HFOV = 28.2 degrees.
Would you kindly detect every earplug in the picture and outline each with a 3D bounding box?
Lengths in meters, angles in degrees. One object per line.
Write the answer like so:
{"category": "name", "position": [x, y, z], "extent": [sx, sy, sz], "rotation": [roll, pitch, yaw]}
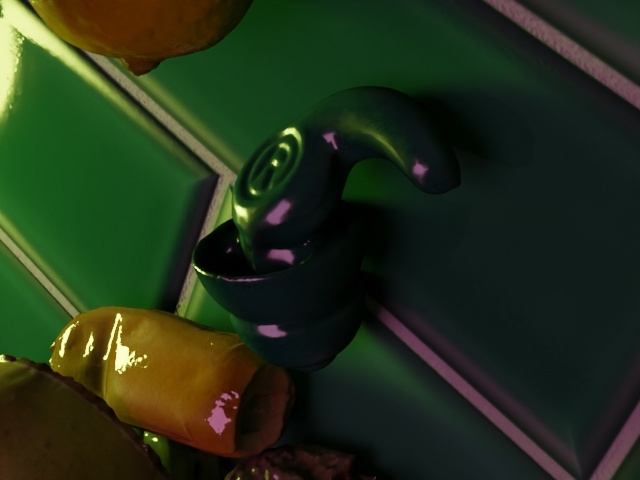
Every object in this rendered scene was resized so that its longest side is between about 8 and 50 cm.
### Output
{"category": "earplug", "position": [0.006, -0.003, 1.182], "extent": [0.258, 0.164, 0.280], "rotation": [-3, 118, 8]}

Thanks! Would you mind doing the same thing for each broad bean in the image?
{"category": "broad bean", "position": [-0.193, 0.251, 1.501], "extent": [0.207, 0.072, 0.153], "rotation": [16, 113, 52]}

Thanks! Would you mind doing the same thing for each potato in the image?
{"category": "potato", "position": [-0.347, 0.382, 1.415], "extent": [0.385, 0.319, 0.442], "rotation": [-7, 120, 41]}

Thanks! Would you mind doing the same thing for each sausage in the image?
{"category": "sausage", "position": [-0.176, 0.146, 1.405], "extent": [0.354, 0.116, 0.134], "rotation": [11, 94, 45]}

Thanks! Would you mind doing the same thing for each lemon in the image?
{"category": "lemon", "position": [-0.163, -0.304, 1.151], "extent": [0.260, 0.260, 0.284], "rotation": [-17, 81, 46]}

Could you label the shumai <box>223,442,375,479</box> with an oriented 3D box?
{"category": "shumai", "position": [0.016, 0.398, 1.288], "extent": [0.283, 0.217, 0.346], "rotation": [63, -179, -47]}
